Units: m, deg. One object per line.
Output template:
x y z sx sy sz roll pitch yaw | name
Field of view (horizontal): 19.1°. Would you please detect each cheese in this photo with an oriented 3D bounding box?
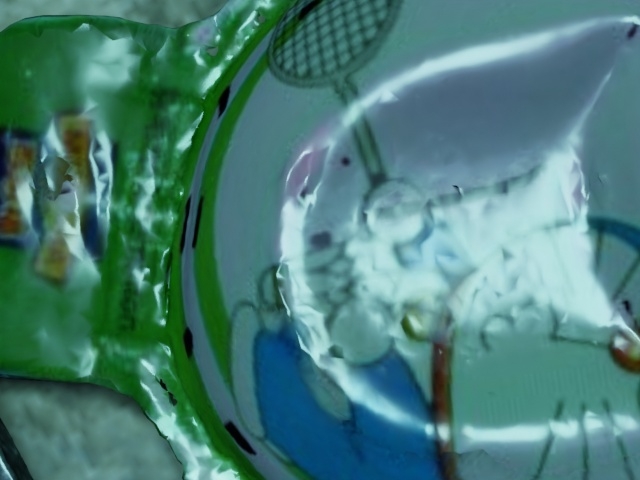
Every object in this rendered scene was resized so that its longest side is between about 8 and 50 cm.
0.000 0.000 0.519 0.320 0.083 0.204 7 87 10 | cheese

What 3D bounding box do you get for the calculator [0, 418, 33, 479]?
-0.135 0.116 0.515 0.161 0.021 0.261 -28 85 9 | calculator
